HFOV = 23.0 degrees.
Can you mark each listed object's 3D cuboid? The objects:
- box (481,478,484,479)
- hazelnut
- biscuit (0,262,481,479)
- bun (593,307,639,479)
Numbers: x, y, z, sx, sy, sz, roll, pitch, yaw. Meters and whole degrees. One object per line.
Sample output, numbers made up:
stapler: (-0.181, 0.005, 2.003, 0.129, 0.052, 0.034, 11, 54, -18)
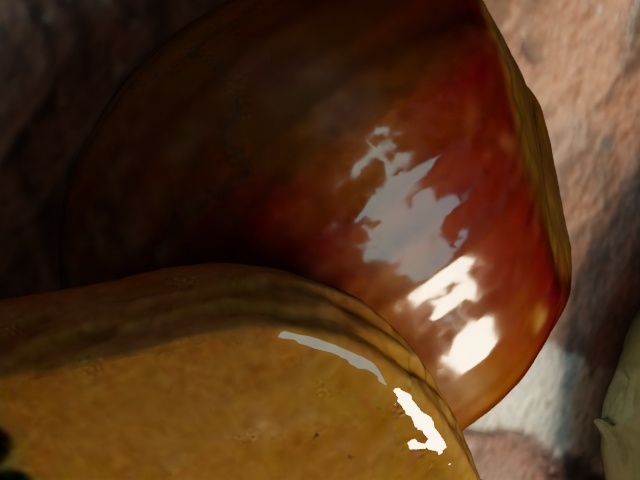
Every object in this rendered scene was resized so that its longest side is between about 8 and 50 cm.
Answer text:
box: (-0.022, 0.153, 0.710, 0.229, 0.050, 0.122, 13, 94, -44)
hazelnut: (-0.002, -0.002, 0.599, 0.181, 0.181, 0.212, -89, 160, -45)
biscuit: (-0.075, 0.126, 0.548, 0.277, 0.052, 0.262, -11, 131, 3)
bun: (0.297, 0.113, 0.843, 0.283, 0.179, 0.283, -1, 99, -8)
